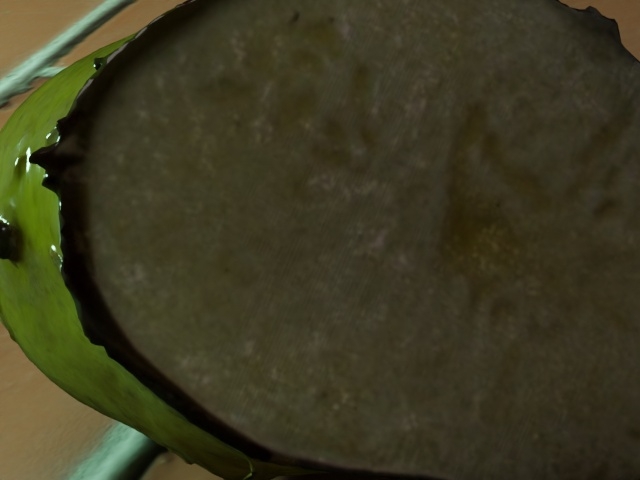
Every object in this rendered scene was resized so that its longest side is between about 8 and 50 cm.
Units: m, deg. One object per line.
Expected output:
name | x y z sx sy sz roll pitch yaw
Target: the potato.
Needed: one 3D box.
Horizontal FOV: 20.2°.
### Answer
potato | 0.000 0.000 1.034 0.397 0.290 0.296 3 -8 -17
